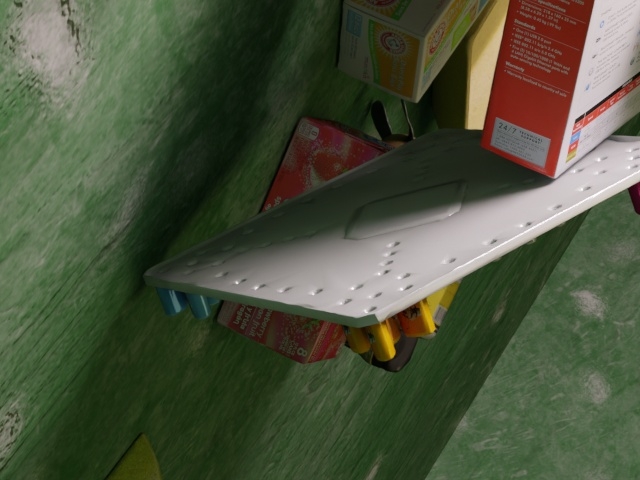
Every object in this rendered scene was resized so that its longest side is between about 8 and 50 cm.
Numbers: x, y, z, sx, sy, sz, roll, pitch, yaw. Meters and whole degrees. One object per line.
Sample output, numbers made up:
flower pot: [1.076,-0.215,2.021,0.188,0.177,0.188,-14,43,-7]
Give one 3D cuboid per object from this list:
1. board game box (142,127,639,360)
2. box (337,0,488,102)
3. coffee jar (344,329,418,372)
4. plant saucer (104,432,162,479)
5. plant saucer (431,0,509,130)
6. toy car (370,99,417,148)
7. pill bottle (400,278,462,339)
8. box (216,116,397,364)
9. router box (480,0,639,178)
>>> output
board game box: [0.087,-0.008,1.760,0.390,0.390,0.050,-27,108,-29]
box: [0.112,-0.271,2.100,0.203,0.103,0.114,-55,162,-32]
coffee jar: [0.033,0.081,2.235,0.079,0.184,0.096,-39,150,-59]
plant saucer: [-0.225,0.334,2.038,0.188,0.045,0.188,-53,161,-38]
plant saucer: [0.236,-0.309,2.505,0.332,0.081,0.333,-57,163,-23]
toy car: [0.080,-0.076,2.255,0.155,0.149,0.188,-172,-99,-66]
pill bottle: [0.117,0.010,2.087,0.184,0.103,0.103,-64,165,-4]
box: [0.000,0.000,2.115,0.257,0.123,0.128,-67,164,8]
router box: [0.290,-0.257,1.746,0.335,0.082,0.301,-35,143,-47]
